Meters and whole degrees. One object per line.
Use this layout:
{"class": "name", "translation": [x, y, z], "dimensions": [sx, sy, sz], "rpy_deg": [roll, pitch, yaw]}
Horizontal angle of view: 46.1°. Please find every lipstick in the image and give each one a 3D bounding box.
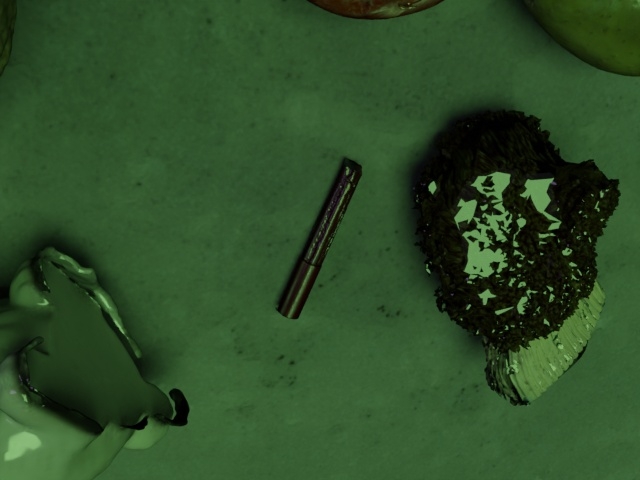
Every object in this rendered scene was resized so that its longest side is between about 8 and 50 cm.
{"class": "lipstick", "translation": [0.001, 0.000, 0.769], "dimensions": [0.027, 0.027, 0.177], "rpy_deg": [17, 107, -25]}

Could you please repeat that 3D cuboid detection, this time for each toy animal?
{"class": "toy animal", "translation": [-0.329, 0.175, 0.659], "dimensions": [0.357, 0.194, 0.258], "rpy_deg": [-30, 117, 9]}

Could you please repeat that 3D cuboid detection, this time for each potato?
{"class": "potato", "translation": [0.273, -0.229, 0.679], "dimensions": [0.193, 0.157, 0.157], "rpy_deg": [2, 114, -20]}

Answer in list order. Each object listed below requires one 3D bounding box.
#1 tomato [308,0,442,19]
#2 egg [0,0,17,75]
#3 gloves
{"class": "tomato", "translation": [0.045, -0.267, 0.578], "dimensions": [0.186, 0.152, 0.187], "rpy_deg": [-3, 157, -1]}
{"class": "egg", "translation": [-0.323, -0.160, 0.448], "dimensions": [0.279, 0.279, 0.311], "rpy_deg": [23, 77, -26]}
{"class": "gloves", "translation": [0.210, 0.013, 0.781], "dimensions": [0.210, 0.135, 0.312], "rpy_deg": [-33, 118, 4]}
